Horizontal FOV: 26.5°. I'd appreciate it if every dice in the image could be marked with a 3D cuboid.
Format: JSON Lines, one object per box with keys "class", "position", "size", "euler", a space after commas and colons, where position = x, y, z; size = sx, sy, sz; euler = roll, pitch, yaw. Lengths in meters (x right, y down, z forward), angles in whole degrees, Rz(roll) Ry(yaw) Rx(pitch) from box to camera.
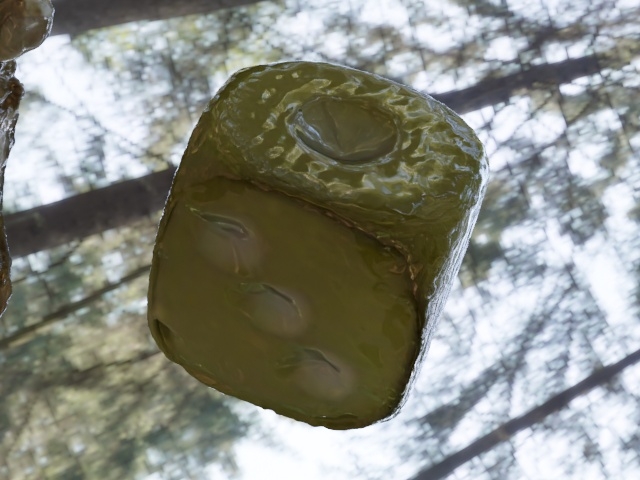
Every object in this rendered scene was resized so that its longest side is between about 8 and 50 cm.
{"class": "dice", "position": [0.000, 0.000, 1.159], "size": [0.238, 0.227, 0.233], "euler": [20, -52, 6]}

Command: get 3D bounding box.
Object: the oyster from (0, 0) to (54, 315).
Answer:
{"class": "oyster", "position": [-0.308, -0.002, 0.887], "size": [0.204, 0.111, 0.396], "euler": [25, -81, 24]}
